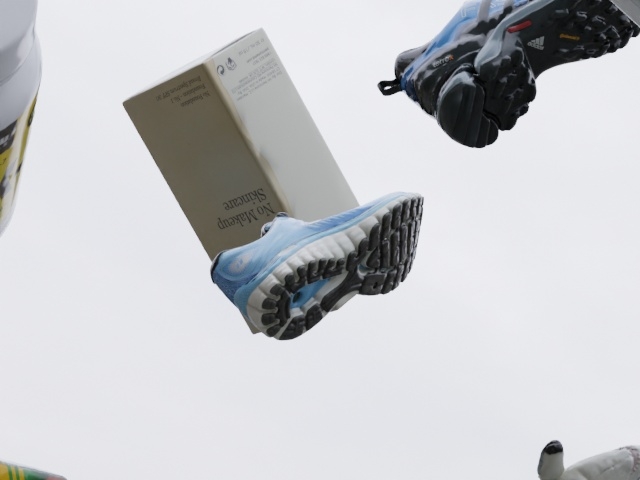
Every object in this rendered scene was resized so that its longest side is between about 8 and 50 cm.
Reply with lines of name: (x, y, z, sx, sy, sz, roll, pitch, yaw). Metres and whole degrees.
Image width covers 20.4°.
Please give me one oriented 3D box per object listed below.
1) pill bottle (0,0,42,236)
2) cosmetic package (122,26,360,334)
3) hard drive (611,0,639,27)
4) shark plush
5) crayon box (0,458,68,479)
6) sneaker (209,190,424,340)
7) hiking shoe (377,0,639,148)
pill bottle: (-0.224, -0.081, 1.024, 0.119, 0.119, 0.208, 16, -34, -6)
cosmetic package: (-0.071, -0.063, 1.992, 0.160, 0.113, 0.309, -20, -78, 47)
hard drive: (0.255, -0.270, 1.330, 0.307, 0.203, 0.040, 33, -19, -35)
shark plush: (0.172, 0.205, 1.260, 0.073, 0.067, 0.161, 42, -59, 23)
crayon box: (-0.313, 0.305, 1.298, 0.081, 0.319, 0.202, 8, -11, 34)
sneaker: (0.000, 0.000, 1.056, 0.073, 0.162, 0.063, 28, -56, 33)
hiking shoe: (0.203, -0.219, 1.711, 0.132, 0.304, 0.113, 38, -24, 42)
